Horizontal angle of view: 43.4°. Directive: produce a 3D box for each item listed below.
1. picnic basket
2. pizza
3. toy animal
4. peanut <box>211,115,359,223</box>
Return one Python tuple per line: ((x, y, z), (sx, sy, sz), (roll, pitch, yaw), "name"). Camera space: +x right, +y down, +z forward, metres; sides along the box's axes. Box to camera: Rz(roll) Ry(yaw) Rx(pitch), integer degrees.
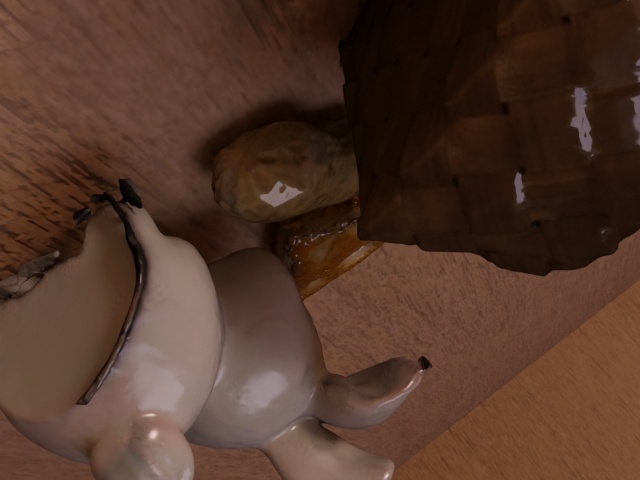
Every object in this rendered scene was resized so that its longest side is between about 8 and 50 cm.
((0.205, -0.124, 0.498), (0.337, 0.293, 0.337), (-1, 136, -1), "picnic basket")
((0.000, 0.000, 0.787), (0.182, 0.062, 0.161), (-39, 164, 14), "pizza")
((-0.086, 0.090, 0.617), (0.183, 0.247, 0.310), (-57, 141, 2), "toy animal")
((-0.009, -0.062, 0.638), (0.174, 0.080, 0.080), (-20, 151, -42), "peanut")
